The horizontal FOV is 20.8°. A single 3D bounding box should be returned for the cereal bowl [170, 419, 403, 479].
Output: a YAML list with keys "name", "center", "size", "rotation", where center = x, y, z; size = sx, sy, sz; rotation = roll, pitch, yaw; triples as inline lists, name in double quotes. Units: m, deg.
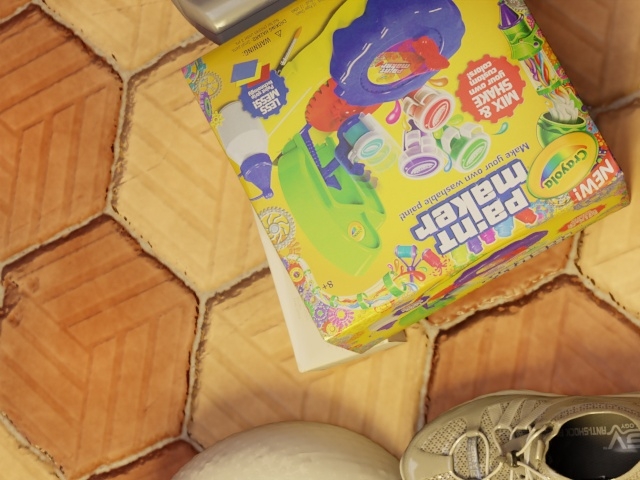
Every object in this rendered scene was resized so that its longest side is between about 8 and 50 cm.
- name: "cereal bowl"
  center: [-0.045, 0.343, 1.653]
  size: [0.339, 0.141, 0.339]
  rotation: [-2, 86, 26]

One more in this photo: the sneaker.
- name: "sneaker"
  center: [0.193, 0.180, 1.558]
  size: [0.281, 0.115, 0.105]
  rotation: [-14, 82, 24]

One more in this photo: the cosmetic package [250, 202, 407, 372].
- name: "cosmetic package"
  center: [0.000, 0.000, 1.689]
  size: [0.099, 0.060, 0.239]
  rotation: [-20, 79, 23]

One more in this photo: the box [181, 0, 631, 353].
- name: "box"
  center: [0.081, -0.091, 1.555]
  size: [0.290, 0.177, 0.279]
  rotation: [-30, 78, 7]

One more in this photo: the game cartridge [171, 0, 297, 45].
- name: "game cartridge"
  center: [-0.071, -0.301, 1.641]
  size: [0.198, 0.062, 0.297]
  rotation: [-26, 41, 0]
